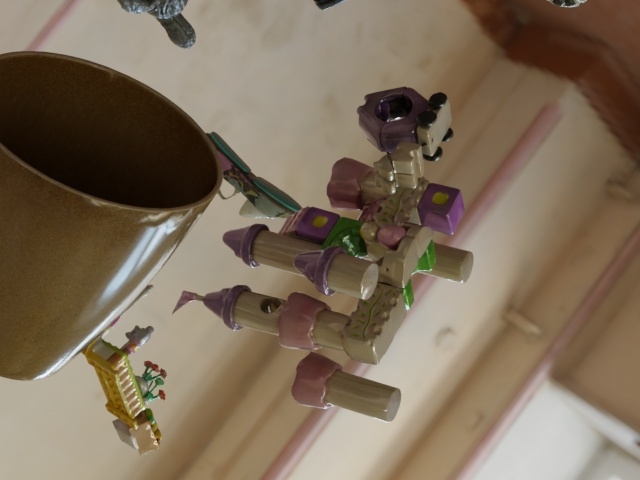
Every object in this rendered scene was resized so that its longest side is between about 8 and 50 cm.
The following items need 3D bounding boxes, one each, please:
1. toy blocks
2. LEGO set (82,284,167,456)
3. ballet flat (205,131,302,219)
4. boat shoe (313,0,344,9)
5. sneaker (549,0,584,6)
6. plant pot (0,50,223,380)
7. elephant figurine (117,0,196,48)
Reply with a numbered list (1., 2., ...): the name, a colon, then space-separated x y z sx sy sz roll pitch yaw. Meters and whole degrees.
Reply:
1. toy blocks: 0.000 0.000 1.743 0.260 0.288 0.309 15 144 25
2. LEGO set: -0.222 0.095 1.610 0.287 0.107 0.132 55 151 -15
3. ballet flat: -0.130 -0.090 2.521 0.221 0.079 0.077 41 -166 6
4. boat shoe: 0.053 -0.373 1.908 0.083 0.183 0.065 57 -178 -35
5. sneaker: 0.269 -0.431 1.977 0.279 0.107 0.118 59 -164 -11
6. plant pot: -0.247 -0.002 1.364 0.237 0.254 0.237 22 -152 -12
7. elephant figurine: -0.233 -0.378 2.055 0.239 0.169 0.186 59 -145 -6
